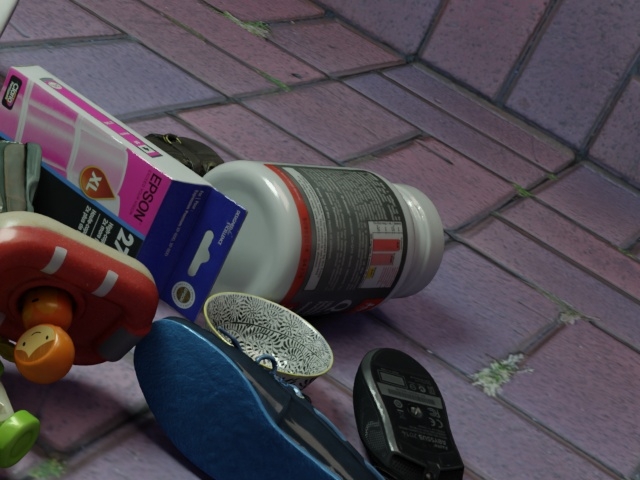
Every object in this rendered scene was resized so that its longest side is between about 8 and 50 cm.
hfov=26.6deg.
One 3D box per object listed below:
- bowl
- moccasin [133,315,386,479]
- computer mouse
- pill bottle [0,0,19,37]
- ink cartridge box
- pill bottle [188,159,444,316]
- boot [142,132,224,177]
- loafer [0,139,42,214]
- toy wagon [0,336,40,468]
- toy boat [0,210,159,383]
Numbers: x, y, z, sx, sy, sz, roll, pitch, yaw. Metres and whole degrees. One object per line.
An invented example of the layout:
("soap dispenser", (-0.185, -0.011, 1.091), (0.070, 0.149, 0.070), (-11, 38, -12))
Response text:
("bowl", (-0.077, 0.142, 1.637), (0.170, 0.080, 0.170), (22, 22, -9))
("moccasin", (-0.060, 0.215, 1.461), (0.342, 0.138, 0.117), (46, 20, 9))
("computer mouse", (0.095, 0.244, 1.630), (0.188, 0.072, 0.272), (19, 34, -23))
("pill bottle", (-0.642, -0.390, 1.963), (0.392, 0.224, 0.224), (28, 20, -15))
("ink cartridge box", (-0.279, -0.060, 1.736), (0.371, 0.175, 0.069), (33, 22, 17))
("pill bottle", (0.000, 0.000, 1.876), (0.363, 0.210, 0.210), (0, 33, -49))
("boot", (-0.222, -0.108, 2.035), (0.229, 0.091, 0.263), (3, 29, -45))
("loafer", (-0.389, -0.026, 1.625), (0.084, 0.096, 0.267), (13, 37, -16))
("toy wagon", (-0.392, 0.126, 1.276), (0.267, 0.068, 0.344), (33, 7, 15))
("toy boat", (-0.279, 0.078, 1.371), (0.231, 0.151, 0.151), (27, 37, -31))
